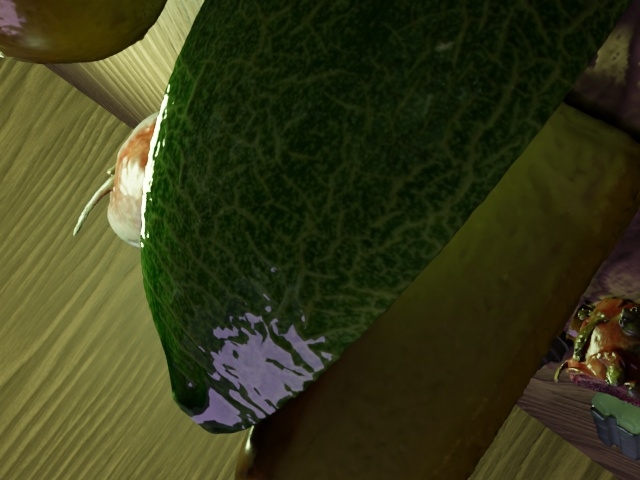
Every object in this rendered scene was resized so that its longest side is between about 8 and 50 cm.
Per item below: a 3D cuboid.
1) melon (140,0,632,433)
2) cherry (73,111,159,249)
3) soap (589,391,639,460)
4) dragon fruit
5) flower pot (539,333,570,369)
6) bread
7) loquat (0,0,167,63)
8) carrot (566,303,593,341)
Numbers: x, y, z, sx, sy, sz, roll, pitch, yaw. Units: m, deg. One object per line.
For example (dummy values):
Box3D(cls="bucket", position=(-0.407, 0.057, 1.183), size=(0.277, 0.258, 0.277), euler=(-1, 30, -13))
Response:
Box3D(cls="melon", position=(-0.004, -0.029, 0.407), size=(0.196, 0.323, 0.124), euler=(35, -170, 26))
Box3D(cls="cherry", position=(-0.259, -0.099, 1.523), size=(0.335, 0.291, 0.326), euler=(22, 167, -40))
Box3D(cls="soap", position=(0.465, 0.255, 1.084), size=(0.150, 0.094, 0.261), euler=(27, 170, 28))
Box3D(cls="dragon fruit", position=(0.309, 0.114, 0.790), size=(0.147, 0.102, 0.096), euler=(19, 172, 39))
Box3D(cls="flower pot", position=(0.261, 0.157, 1.236), size=(0.235, 0.140, 0.235), euler=(38, 175, 4))
Box3D(cls="bread", position=(0.081, 0.066, 0.602), size=(0.143, 0.333, 0.323), euler=(33, 171, 9))
Box3D(cls="loquat", position=(-0.168, -0.207, 0.489), size=(0.213, 0.213, 0.213), euler=(36, 175, 4))
Box3D(cls="carrot", position=(0.348, 0.124, 0.882), size=(0.139, 0.048, 0.048), euler=(31, 173, 31))
